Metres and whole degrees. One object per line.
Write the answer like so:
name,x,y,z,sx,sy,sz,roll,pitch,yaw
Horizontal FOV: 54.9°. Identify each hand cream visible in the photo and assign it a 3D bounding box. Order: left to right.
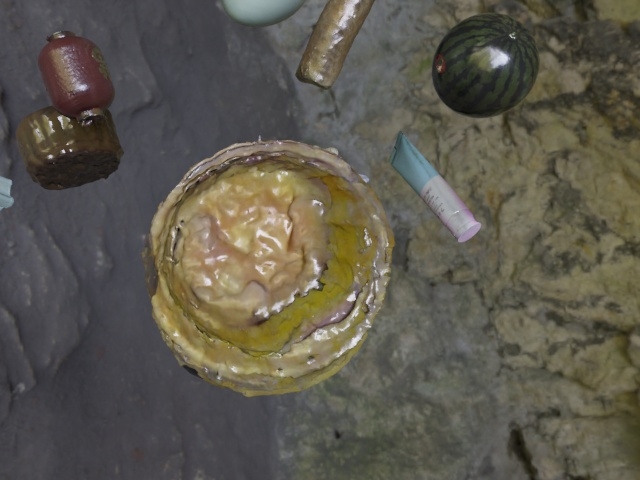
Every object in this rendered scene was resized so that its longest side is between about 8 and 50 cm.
hand cream,0.273,-0.130,1.521,0.312,0.070,0.111,57,-28,26

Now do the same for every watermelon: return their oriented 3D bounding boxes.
watermelon,0.330,-0.348,1.235,0.212,0.212,0.212,-11,90,-80

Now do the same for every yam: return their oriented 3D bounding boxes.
yam,0.060,-0.413,0.992,0.081,0.081,0.356,-58,174,-75

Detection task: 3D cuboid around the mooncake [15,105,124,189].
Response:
mooncake,-0.815,-0.302,2.015,0.324,0.324,0.187,35,32,-76

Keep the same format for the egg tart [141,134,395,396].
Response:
egg tart,-0.078,0.019,0.780,0.150,0.352,0.351,63,18,-74

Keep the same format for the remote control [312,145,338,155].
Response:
remote control,0.004,-0.247,1.849,0.032,0.122,0.074,23,87,-39

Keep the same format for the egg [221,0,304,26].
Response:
egg,-0.164,-0.770,1.855,0.371,0.230,0.229,-51,136,-41

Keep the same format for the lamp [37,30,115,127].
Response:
lamp,-0.649,-0.432,1.657,0.180,0.180,0.257,-24,95,-80

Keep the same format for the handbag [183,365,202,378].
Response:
handbag,-0.177,0.153,1.281,0.308,0.093,0.253,-35,118,-41

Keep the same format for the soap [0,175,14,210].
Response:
soap,-0.967,-0.141,1.610,0.265,0.160,0.087,31,43,-66

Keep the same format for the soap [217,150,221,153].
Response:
soap,-0.344,-0.261,2.035,0.034,0.012,0.089,-45,168,-49

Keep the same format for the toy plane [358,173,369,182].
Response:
toy plane,-0.005,-0.002,1.044,0.123,0.267,0.266,29,31,-16
